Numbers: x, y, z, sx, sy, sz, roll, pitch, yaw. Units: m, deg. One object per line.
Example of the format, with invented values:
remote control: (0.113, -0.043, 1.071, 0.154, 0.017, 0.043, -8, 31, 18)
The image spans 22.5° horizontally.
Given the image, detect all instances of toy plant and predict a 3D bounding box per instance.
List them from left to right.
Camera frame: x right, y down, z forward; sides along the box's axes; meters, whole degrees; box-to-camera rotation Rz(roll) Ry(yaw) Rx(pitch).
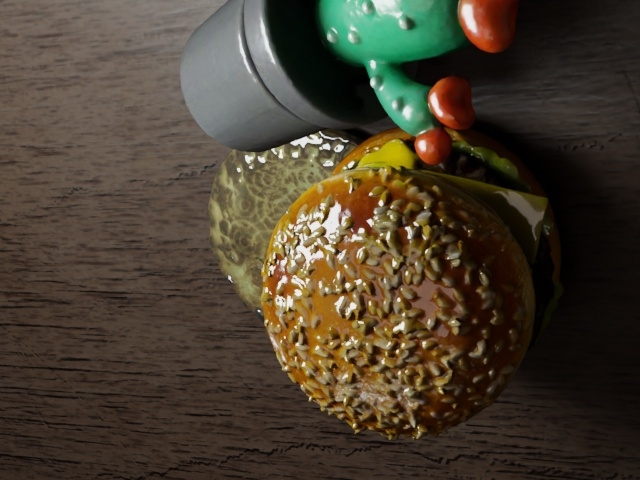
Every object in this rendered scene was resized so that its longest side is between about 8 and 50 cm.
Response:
toy plant: (0.034, -0.209, 1.463, 0.185, 0.280, 0.400, 34, 150, -24)

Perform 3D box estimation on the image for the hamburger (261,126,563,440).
hamburger: (0.089, 0.041, 1.527, 0.291, 0.225, 0.291, 8, 113, 19)

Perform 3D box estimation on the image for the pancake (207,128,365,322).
pancake: (0.000, 0.000, 1.731, 0.286, 0.033, 0.288, 32, 131, 17)
